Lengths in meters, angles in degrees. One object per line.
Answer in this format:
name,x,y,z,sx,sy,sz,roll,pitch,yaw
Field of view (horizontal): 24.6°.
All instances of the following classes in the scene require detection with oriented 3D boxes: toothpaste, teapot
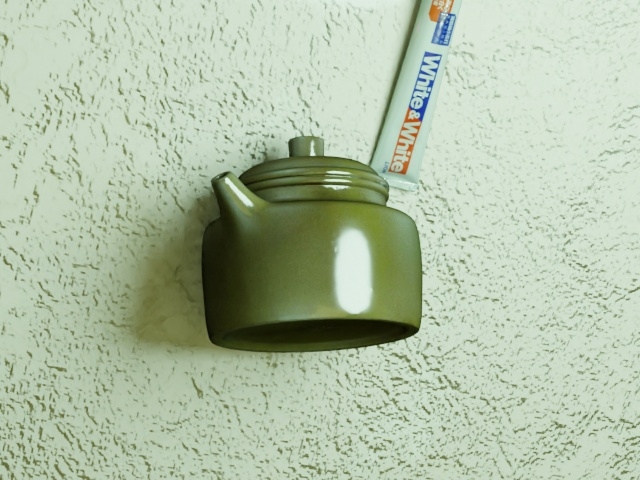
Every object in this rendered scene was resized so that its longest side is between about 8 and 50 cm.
toothpaste,0.091,-0.149,1.304,0.052,0.033,0.218,9,108,-17
teapot,0.000,0.000,1.252,0.268,0.186,0.175,14,71,-52
